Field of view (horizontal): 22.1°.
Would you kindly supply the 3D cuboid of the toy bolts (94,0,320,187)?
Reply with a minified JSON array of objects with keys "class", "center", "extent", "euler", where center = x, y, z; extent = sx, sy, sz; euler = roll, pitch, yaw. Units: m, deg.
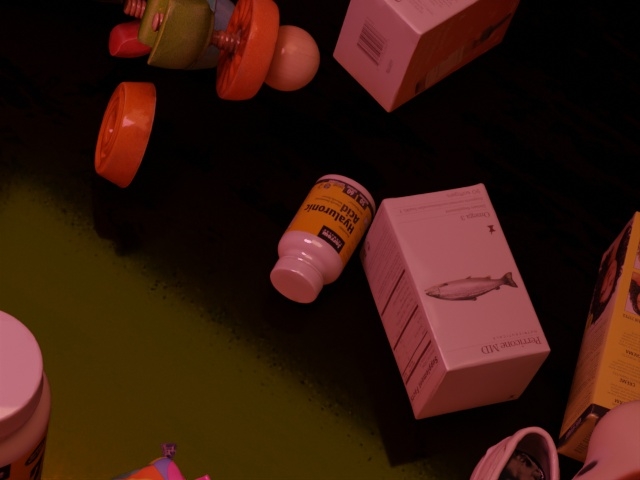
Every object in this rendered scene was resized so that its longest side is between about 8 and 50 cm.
[{"class":"toy bolts","center":[-0.110,-0.156,1.551],"extent":[0.158,0.218,0.228],"euler":[15,23,-19]}]

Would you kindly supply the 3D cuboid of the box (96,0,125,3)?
[{"class":"box","center":[-0.306,-0.441,1.598],"extent":[0.318,0.097,0.395],"euler":[8,74,6]}]

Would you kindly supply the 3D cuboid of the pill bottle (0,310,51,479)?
[{"class":"pill bottle","center":[-0.271,0.143,1.273],"extent":[0.119,0.208,0.119],"euler":[6,58,-9]}]

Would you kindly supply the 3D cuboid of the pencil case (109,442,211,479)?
[{"class":"pencil case","center":[-0.198,0.247,1.291],"extent":[0.236,0.104,0.104],"euler":[-21,66,-22]}]

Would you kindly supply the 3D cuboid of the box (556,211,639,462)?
[{"class":"box","center":[0.279,0.091,1.513],"extent":[0.058,0.087,0.232],"euler":[21,55,-3]}]

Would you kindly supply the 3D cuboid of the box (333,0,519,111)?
[{"class":"box","center":[0.113,-0.231,1.646],"extent":[0.170,0.130,0.091],"euler":[-34,71,-28]}]

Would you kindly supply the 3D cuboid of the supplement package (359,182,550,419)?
[{"class":"supplement package","center":[0.118,0.055,1.484],"extent":[0.105,0.105,0.179],"euler":[-9,62,-19]}]

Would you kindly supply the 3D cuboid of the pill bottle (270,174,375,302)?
[{"class":"pill bottle","center":[0.000,0.000,1.514],"extent":[0.065,0.065,0.116],"euler":[28,57,4]}]

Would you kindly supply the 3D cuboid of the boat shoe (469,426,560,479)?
[{"class":"boat shoe","center":[0.151,0.278,1.362],"extent":[0.096,0.088,0.267],"euler":[22,56,1]}]

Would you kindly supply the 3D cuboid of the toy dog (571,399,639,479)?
[{"class":"toy dog","center":[0.389,0.236,1.307],"extent":[0.408,0.284,0.395],"euler":[0,75,8]}]
